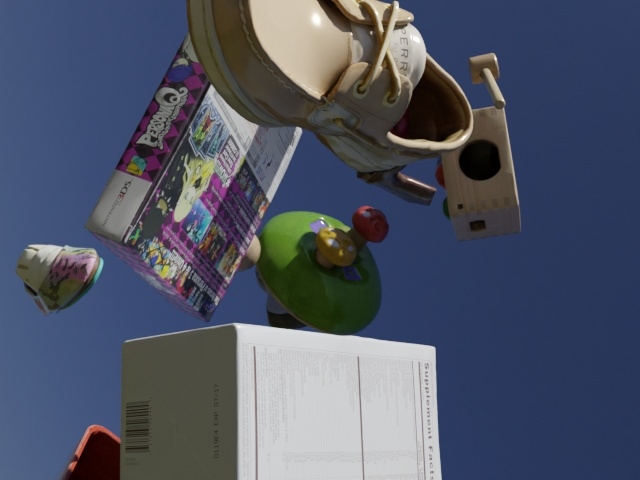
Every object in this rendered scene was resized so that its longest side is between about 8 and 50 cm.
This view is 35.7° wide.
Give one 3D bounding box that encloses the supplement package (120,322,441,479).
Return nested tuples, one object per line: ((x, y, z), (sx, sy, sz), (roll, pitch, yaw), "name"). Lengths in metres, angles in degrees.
((-0.025, 0.150, 0.808), (0.133, 0.244, 0.139), (-12, -107, 40), "supplement package")

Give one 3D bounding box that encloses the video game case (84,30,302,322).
((-0.092, -0.058, 0.831), (0.041, 0.210, 0.232), (21, -14, 16), "video game case")

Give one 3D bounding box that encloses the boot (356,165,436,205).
((0.121, -0.082, 1.342), (0.106, 0.114, 0.037), (-11, -122, 57), "boot")

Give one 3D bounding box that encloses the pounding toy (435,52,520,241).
((0.181, -0.123, 1.206), (0.181, 0.094, 0.206), (49, 34, -71), "pounding toy")

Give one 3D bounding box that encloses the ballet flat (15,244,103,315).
((-0.306, 0.040, 1.124), (0.079, 0.077, 0.221), (35, -20, -14), "ballet flat")

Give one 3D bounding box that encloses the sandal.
((-0.045, 0.057, 1.493), (0.254, 0.097, 0.055), (-116, -160, -69), "sandal")

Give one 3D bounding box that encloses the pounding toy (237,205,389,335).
((0.000, 0.000, 1.218), (0.110, 0.236, 0.183), (-48, -158, 34), "pounding toy")

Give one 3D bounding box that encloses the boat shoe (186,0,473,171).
((0.013, -0.068, 0.378), (0.059, 0.170, 0.063), (-3, -99, 26), "boat shoe")

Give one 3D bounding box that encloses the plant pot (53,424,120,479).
((-0.199, 0.382, 0.894), (0.267, 0.267, 0.236), (39, -72, -10), "plant pot")
